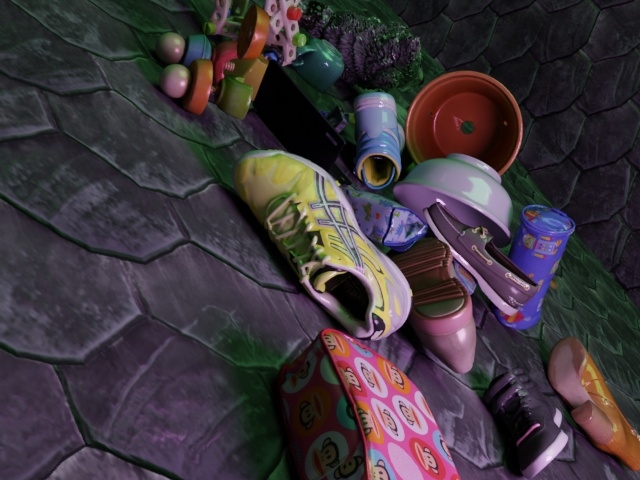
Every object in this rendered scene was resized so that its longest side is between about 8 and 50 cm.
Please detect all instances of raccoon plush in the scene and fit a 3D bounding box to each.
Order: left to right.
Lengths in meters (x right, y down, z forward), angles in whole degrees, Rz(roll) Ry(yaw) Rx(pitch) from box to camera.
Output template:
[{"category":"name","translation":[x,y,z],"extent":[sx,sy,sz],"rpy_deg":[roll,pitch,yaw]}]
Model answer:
[{"category":"raccoon plush","translation":[0.080,-0.535,2.540],"extent":[0.447,0.216,0.299],"rpy_deg":[12,12,-7]}]

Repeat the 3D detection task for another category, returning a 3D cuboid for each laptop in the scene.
[{"category":"laptop","translation":[-0.016,-0.239,1.904],"extent":[0.234,0.136,0.264],"rpy_deg":[51,21,12]}]

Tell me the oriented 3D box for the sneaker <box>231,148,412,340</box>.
[{"category":"sneaker","translation":[0.000,0.000,1.478],"extent":[0.384,0.145,0.147],"rpy_deg":[45,20,3]}]

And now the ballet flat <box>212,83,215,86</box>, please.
[{"category":"ballet flat","translation":[-0.185,-0.312,1.855],"extent":[0.041,0.041,0.114],"rpy_deg":[51,21,14]}]

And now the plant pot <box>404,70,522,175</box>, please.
[{"category":"plant pot","translation":[0.373,-0.288,2.345],"extent":[0.291,0.291,0.203],"rpy_deg":[46,16,2]}]

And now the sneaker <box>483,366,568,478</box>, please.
[{"category":"sneaker","translation":[0.354,0.318,1.628],"extent":[0.147,0.104,0.296],"rpy_deg":[45,14,4]}]

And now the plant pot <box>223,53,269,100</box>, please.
[{"category":"plant pot","translation":[-0.153,-0.361,1.944],"extent":[0.081,0.083,0.081],"rpy_deg":[18,34,-53]}]

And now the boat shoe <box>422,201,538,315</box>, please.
[{"category":"boat shoe","translation":[0.349,0.023,2.000],"extent":[0.305,0.091,0.109],"rpy_deg":[49,21,9]}]

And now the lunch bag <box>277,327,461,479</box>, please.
[{"category":"lunch bag","translation":[0.083,0.269,1.161],"extent":[0.258,0.120,0.293],"rpy_deg":[32,24,-34]}]

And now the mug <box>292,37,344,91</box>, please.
[{"category":"mug","translation":[-0.004,-0.471,2.416],"extent":[0.129,0.097,0.158],"rpy_deg":[45,20,-2]}]

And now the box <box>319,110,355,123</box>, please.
[{"category":"box","translation":[0.051,-0.303,2.246],"extent":[0.081,0.028,0.136],"rpy_deg":[9,11,22]}]

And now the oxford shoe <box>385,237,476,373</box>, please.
[{"category":"oxford shoe","translation":[0.205,0.114,1.735],"extent":[0.397,0.141,0.146],"rpy_deg":[-94,167,-67]}]

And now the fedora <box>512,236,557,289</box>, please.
[{"category":"fedora","translation":[0.567,0.080,2.504],"extent":[0.194,0.079,0.194],"rpy_deg":[45,16,-16]}]

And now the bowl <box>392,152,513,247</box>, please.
[{"category":"bowl","translation":[0.328,-0.109,2.117],"extent":[0.298,0.134,0.298],"rpy_deg":[27,-12,6]}]

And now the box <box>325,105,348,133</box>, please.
[{"category":"box","translation":[0.023,-0.260,2.092],"extent":[0.018,0.083,0.067],"rpy_deg":[32,25,-33]}]

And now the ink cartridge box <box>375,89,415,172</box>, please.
[{"category":"ink cartridge box","translation":[0.237,-0.275,2.513],"extent":[0.255,0.097,0.188],"rpy_deg":[30,26,-34]}]

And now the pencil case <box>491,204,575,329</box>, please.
[{"category":"pencil case","translation":[0.480,0.060,2.072],"extent":[0.119,0.306,0.133],"rpy_deg":[33,43,27]}]

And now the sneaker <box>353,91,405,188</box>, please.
[{"category":"sneaker","translation":[0.138,-0.196,2.177],"extent":[0.319,0.127,0.208],"rpy_deg":[55,32,-68]}]

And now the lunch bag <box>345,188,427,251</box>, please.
[{"category":"lunch bag","translation":[0.125,-0.041,1.810],"extent":[0.129,0.096,0.151],"rpy_deg":[25,14,32]}]

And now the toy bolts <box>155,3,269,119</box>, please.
[{"category":"toy bolts","translation":[-0.213,-0.351,1.684],"extent":[0.159,0.218,0.228],"rpy_deg":[12,16,-23]}]

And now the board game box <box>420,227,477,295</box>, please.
[{"category":"board game box","translation":[0.279,0.058,2.020],"extent":[0.194,0.060,0.194],"rpy_deg":[41,20,-11]}]

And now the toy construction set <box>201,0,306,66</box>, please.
[{"category":"toy construction set","translation":[-0.141,-0.495,2.001],"extent":[0.151,0.215,0.328],"rpy_deg":[-20,34,-36]}]

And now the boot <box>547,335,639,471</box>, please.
[{"category":"boot","translation":[0.624,0.371,2.062],"extent":[0.211,0.104,0.295],"rpy_deg":[42,25,-25]}]
